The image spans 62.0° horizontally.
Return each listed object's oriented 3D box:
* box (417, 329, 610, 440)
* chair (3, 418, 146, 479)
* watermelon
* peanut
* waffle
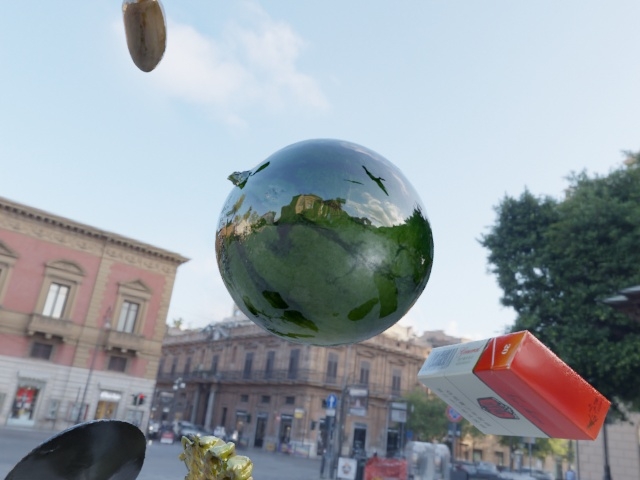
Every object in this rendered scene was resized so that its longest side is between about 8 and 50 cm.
[{"bbox_3d":[0.172,0.140,0.504,0.100,0.048,0.152,38,-28,-6],"label":"box"},{"bbox_3d":[-0.250,0.448,0.687,0.401,0.226,0.226,34,2,40],"label":"chair"},{"bbox_3d":[0.004,0.003,0.603,0.243,0.242,0.242,6,-20,2],"label":"watermelon"},{"bbox_3d":[-0.309,-0.371,0.943,0.076,0.076,0.152,8,-49,-4],"label":"peanut"},{"bbox_3d":[-0.156,0.463,0.918,0.062,0.329,0.329,-23,-2,-33],"label":"waffle"}]
